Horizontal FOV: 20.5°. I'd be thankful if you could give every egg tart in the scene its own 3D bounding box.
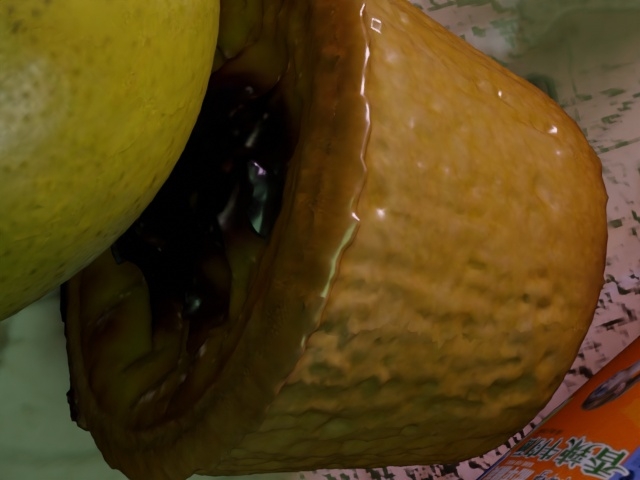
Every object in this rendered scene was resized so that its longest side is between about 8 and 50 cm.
[{"bbox_3d":[0.000,0.000,0.677,0.170,0.215,0.215,18,93,-30],"label":"egg tart"}]

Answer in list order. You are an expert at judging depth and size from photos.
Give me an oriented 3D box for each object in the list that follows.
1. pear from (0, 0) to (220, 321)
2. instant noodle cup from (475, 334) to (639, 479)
[{"bbox_3d":[-0.175,-0.091,0.568,0.294,0.294,0.294,-2,99,-15],"label":"pear"},{"bbox_3d":[0.190,0.146,0.717,0.214,0.296,0.296,-47,107,-15],"label":"instant noodle cup"}]
